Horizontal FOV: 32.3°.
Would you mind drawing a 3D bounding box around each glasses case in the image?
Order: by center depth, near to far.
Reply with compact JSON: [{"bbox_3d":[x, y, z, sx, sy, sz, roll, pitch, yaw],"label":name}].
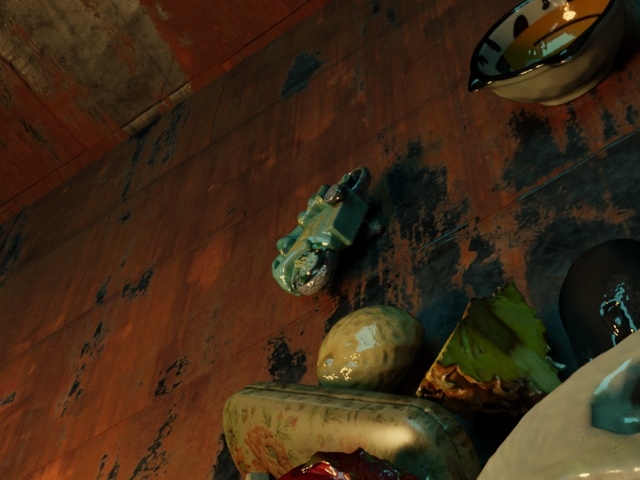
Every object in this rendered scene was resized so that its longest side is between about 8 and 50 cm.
[{"bbox_3d":[0.024,0.256,1.330,0.098,0.156,0.425,-26,13,-36],"label":"glasses case"}]

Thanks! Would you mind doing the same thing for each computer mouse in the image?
[{"bbox_3d":[0.341,0.069,1.299,0.147,0.088,0.264,-35,28,16],"label":"computer mouse"}]

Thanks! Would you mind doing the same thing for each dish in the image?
[{"bbox_3d":[0.388,-0.308,1.809,0.303,0.120,0.303,-31,26,17],"label":"dish"}]

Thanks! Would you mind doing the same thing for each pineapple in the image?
[{"bbox_3d":[0.209,0.169,1.298,0.140,0.164,0.250,-60,-7,30],"label":"pineapple"}]

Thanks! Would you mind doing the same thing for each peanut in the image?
[{"bbox_3d":[0.063,0.155,1.502,0.159,0.109,0.140,-44,11,-20],"label":"peanut"}]

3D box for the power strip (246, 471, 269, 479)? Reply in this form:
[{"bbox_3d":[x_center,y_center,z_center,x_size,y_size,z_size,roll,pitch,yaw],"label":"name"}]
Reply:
[{"bbox_3d":[-0.070,0.370,1.331,0.029,0.080,0.227,2,39,-13],"label":"power strip"}]

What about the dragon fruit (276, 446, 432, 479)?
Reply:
[{"bbox_3d":[0.005,0.323,1.119,0.274,0.193,0.192,-42,13,-2],"label":"dragon fruit"}]

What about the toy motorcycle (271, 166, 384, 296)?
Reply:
[{"bbox_3d":[0.001,-0.001,1.879,0.198,0.109,0.296,-28,27,46],"label":"toy motorcycle"}]

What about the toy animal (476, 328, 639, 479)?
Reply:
[{"bbox_3d":[0.220,0.261,0.879,0.266,0.188,0.308,-27,27,24],"label":"toy animal"}]
